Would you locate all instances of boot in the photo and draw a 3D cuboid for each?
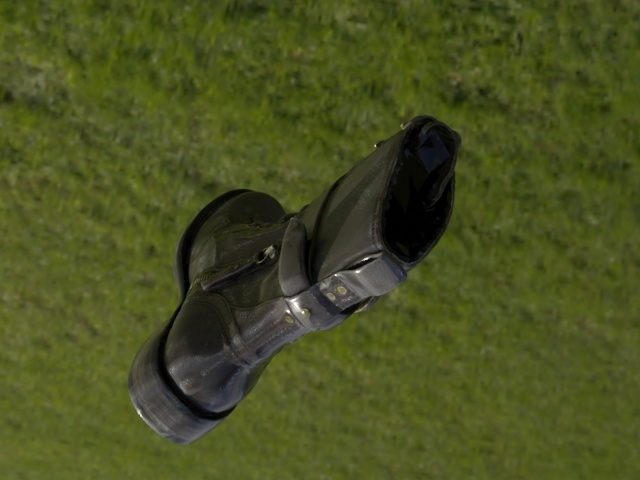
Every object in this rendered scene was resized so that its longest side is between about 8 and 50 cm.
[{"bbox_3d":[0.000,0.000,0.784,0.091,0.263,0.229,41,121,-17],"label":"boot"}]
